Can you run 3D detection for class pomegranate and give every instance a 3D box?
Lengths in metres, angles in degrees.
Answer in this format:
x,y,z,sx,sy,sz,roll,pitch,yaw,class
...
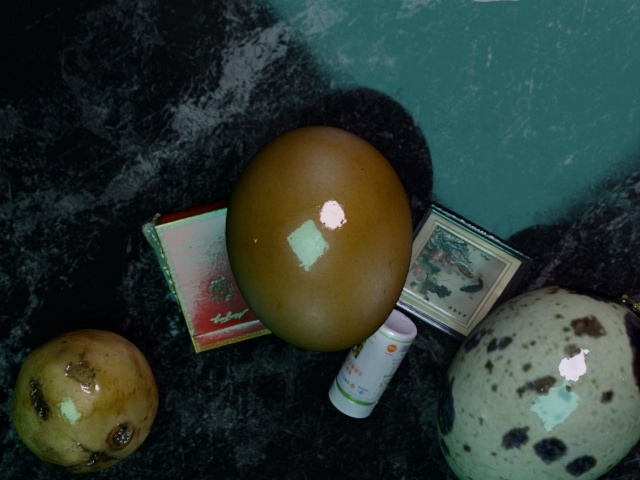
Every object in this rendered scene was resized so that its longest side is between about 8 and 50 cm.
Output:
x,y,z,sx,sy,sz,roll,pitch,yaw,class
-0.421,0.286,1.563,0.260,0.260,0.260,5,112,12,pomegranate

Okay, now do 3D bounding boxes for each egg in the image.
x,y,z,sx,sy,sz,roll,pitch,yaw,class
0.333,0.236,1.319,0.287,0.287,0.379,43,113,-5,egg
0.000,0.000,1.312,0.282,0.282,0.351,-4,112,16,egg

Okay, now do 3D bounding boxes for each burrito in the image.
x,y,z,sx,sy,sz,roll,pitch,yaw,class
-0.262,0.036,1.520,0.042,0.051,0.171,-6,113,35,burrito

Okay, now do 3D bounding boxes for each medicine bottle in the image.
x,y,z,sx,sy,sz,roll,pitch,yaw,class
0.088,0.207,1.481,0.086,0.086,0.183,27,114,2,medicine bottle

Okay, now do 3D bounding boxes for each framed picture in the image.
x,y,z,sx,sy,sz,roll,pitch,yaw,class
0.218,0.063,1.432,0.195,0.010,0.199,30,115,1,framed picture

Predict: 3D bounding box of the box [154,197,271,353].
x,y,z,sx,sy,sz,roll,pitch,yaw,class
-0.173,0.057,1.477,0.153,0.074,0.240,-16,107,-3,box

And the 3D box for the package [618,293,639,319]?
x,y,z,sx,sy,sz,roll,pitch,yaw,class
0.583,0.145,1.330,0.168,0.090,0.226,-30,99,26,package
